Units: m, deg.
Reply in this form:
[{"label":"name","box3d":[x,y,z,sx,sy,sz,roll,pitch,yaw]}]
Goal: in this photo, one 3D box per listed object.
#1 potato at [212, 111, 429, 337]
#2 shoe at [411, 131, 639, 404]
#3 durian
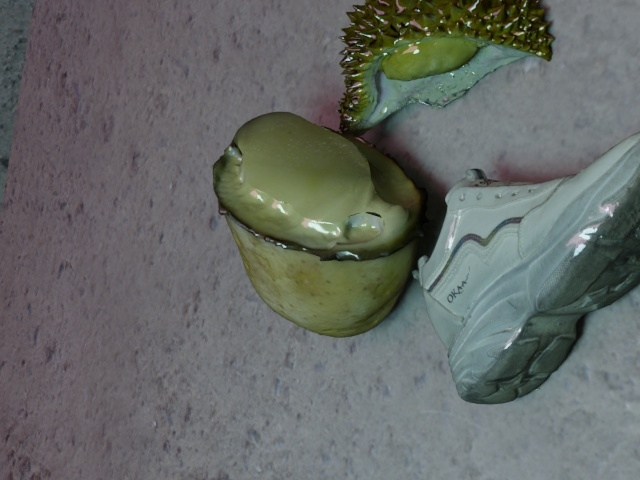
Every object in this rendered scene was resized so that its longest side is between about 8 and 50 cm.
[{"label":"potato","box3d":[0.000,0.000,1.175,0.285,0.242,0.243,27,108,26]},{"label":"shoe","box3d":[0.204,-0.009,0.970,0.342,0.132,0.211,-57,47,35]},{"label":"durian","box3d":[0.112,-0.232,1.135,0.306,0.166,0.172,-30,32,40]}]
